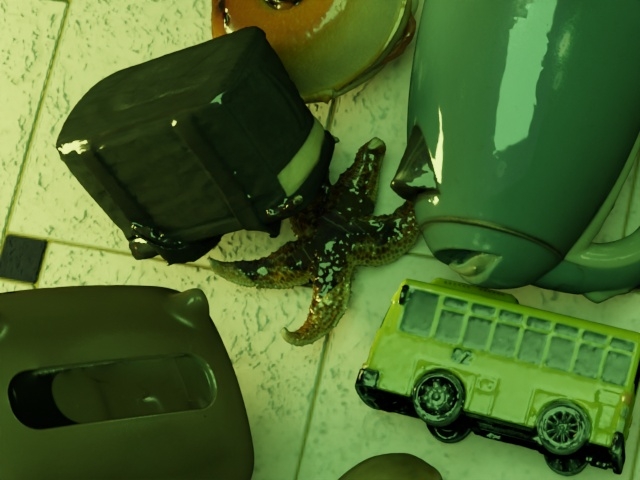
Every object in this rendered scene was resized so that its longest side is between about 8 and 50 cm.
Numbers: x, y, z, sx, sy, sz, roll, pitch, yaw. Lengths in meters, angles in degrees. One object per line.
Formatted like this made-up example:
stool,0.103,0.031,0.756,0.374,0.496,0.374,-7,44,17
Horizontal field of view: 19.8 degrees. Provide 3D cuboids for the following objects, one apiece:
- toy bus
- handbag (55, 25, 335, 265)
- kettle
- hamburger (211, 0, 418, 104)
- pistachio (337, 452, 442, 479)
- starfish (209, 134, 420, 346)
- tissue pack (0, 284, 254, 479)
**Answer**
toy bus,0.178,0.129,1.780,0.262,0.128,0.150,14,75,14
handbag,-0.120,-0.094,1.857,0.254,0.181,0.181,-15,33,30
kettle,0.233,-0.107,1.796,0.320,0.247,0.342,17,77,-16
hamburger,-0.012,-0.249,1.926,0.237,0.147,0.236,-9,68,22
pistachio,0.044,0.281,1.768,0.185,0.126,0.108,-39,100,9
starfish,0.000,0.002,1.893,0.216,0.071,0.238,-1,63,17
tissue pack,-0.253,0.182,1.697,0.277,0.387,0.267,-40,63,43
